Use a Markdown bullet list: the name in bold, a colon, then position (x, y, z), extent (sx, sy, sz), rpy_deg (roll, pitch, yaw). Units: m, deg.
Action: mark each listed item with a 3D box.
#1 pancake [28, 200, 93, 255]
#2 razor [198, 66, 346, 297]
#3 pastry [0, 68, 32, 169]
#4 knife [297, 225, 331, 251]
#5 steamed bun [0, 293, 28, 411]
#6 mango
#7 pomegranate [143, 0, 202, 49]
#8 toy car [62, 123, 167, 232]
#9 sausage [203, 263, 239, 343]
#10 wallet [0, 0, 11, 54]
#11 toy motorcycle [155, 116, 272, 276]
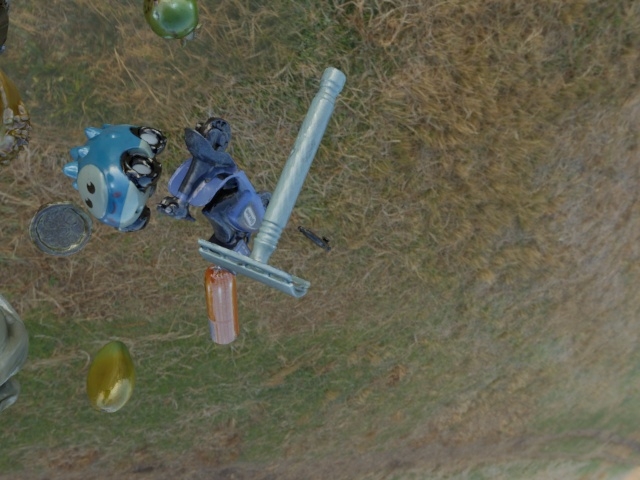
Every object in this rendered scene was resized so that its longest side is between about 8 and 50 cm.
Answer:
- **pancake**: position (-0.493, -0.023, 0.789), extent (0.114, 0.011, 0.115), rpy_deg (-28, 129, -41)
- **razor**: position (-0.029, -0.070, 0.420), extent (0.068, 0.106, 0.232), rpy_deg (40, 70, -72)
- **pastry**: position (-0.498, -0.144, 0.492), extent (0.255, 0.161, 0.311), rpy_deg (-53, 178, -7)
- **knife**: position (0.005, 0.003, 0.736), extent (0.021, 0.045, 0.222), rpy_deg (-54, 167, 0)
- **steamed bun**: position (-0.632, 0.253, 0.687), extent (0.324, 0.309, 0.219), rpy_deg (-47, 108, -17)
- **mango**: position (-0.580, 0.376, 1.147), extent (0.130, 0.195, 0.092), rpy_deg (-9, 149, 6)
- **pomegranate**: position (-0.429, -0.667, 1.215), extent (0.156, 0.220, 0.156), rpy_deg (0, 106, -1)
- **toy car**: position (-0.457, -0.152, 0.916), extent (0.189, 0.255, 0.189), rpy_deg (12, 133, -26)
- **sausage**: position (-0.289, 0.173, 1.205), extent (0.092, 0.093, 0.312), rpy_deg (-14, 134, -23)
- **wallet**: position (-0.567, -0.384, 0.696), extent (0.069, 0.170, 0.231), rpy_deg (27, 140, -31)
- **toy motorcycle**: position (-0.213, -0.080, 0.859), extent (0.213, 0.125, 0.359), rpy_deg (-57, 155, -20)
